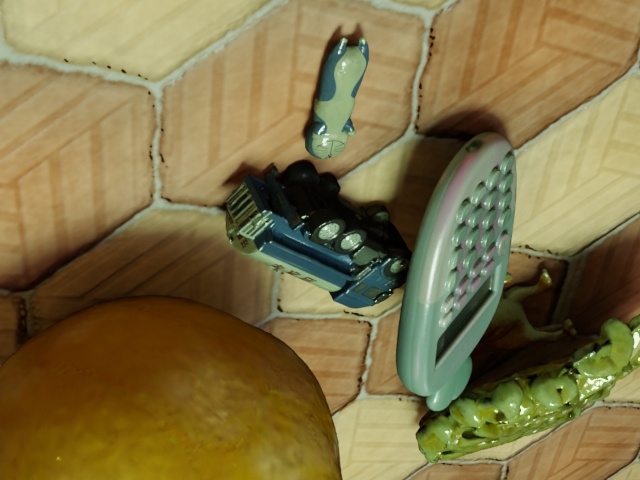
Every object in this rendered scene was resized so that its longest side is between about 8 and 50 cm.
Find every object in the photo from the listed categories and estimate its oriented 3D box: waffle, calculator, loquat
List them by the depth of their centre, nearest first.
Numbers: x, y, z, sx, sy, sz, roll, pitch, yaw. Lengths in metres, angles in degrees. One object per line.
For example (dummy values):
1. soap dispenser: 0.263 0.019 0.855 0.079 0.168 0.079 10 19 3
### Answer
1. loquat: -0.138 0.203 1.165 0.328 0.328 0.328 -18 143 -15
2. calculator: 0.125 0.036 1.287 0.185 0.041 0.299 -46 149 -43
3. waffle: 0.248 0.155 1.489 0.317 0.073 0.297 -19 167 -22

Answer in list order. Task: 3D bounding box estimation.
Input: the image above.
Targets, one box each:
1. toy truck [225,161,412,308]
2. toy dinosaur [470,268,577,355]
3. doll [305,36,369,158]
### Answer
1. toy truck: 0.000 0.000 1.209 0.088 0.074 0.201 -43 142 18
2. toy dinosaur: 0.192 0.099 1.475 0.142 0.057 0.212 -27 140 9
3. doll: 0.014 -0.113 1.123 0.037 0.027 0.125 -5 138 -19
